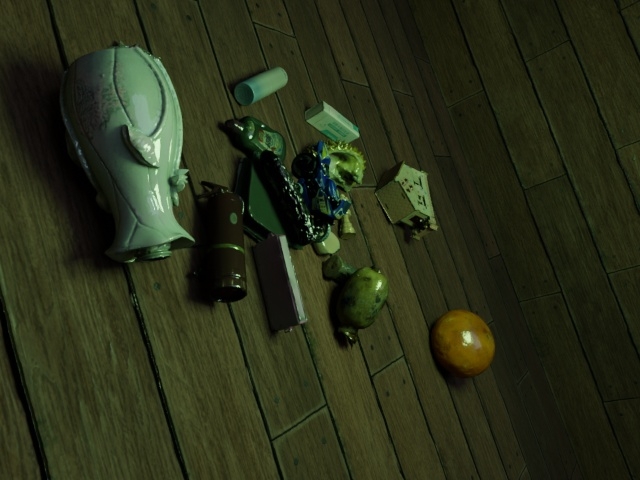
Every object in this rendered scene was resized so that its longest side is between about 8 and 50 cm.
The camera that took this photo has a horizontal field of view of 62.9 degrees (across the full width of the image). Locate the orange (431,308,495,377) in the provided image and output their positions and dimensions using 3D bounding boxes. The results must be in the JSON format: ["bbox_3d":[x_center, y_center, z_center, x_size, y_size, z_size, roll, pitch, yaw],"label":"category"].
[{"bbox_3d":[0.595,0.427,2.179,0.283,0.226,0.284,29,45,-35],"label":"orange"}]

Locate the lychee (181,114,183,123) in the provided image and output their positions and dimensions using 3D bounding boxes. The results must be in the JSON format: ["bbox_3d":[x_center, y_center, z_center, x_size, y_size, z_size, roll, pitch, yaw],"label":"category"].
[{"bbox_3d":[-0.414,-0.331,1.313,0.146,0.114,0.114,19,53,-21],"label":"lychee"}]

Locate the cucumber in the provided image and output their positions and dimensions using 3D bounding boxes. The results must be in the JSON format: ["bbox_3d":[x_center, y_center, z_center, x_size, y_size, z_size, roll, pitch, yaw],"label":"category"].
[{"bbox_3d":[-0.092,-0.129,1.539,0.081,0.072,0.304,-24,89,-59],"label":"cucumber"}]

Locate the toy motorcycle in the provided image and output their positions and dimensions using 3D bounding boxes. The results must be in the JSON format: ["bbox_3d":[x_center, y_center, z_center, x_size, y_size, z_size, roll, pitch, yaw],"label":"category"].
[{"bbox_3d":[0.003,-0.154,1.631,0.113,0.168,0.316,22,52,-64],"label":"toy motorcycle"}]

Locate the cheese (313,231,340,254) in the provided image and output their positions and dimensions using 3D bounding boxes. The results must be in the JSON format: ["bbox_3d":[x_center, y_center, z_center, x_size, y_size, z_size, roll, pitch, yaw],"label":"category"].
[{"bbox_3d":[0.002,0.007,1.752,0.171,0.047,0.092,6,64,-53],"label":"cheese"}]

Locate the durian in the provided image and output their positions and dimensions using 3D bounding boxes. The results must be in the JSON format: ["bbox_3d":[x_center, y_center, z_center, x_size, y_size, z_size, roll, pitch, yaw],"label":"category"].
[{"bbox_3d":[0.064,-0.276,1.917,0.306,0.172,0.167,31,72,-52],"label":"durian"}]

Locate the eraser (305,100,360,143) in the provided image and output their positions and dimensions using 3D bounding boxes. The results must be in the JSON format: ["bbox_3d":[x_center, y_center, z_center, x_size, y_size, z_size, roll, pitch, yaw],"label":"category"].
[{"bbox_3d":[0.049,-0.450,2.031,0.225,0.095,0.052,26,51,-45],"label":"eraser"}]

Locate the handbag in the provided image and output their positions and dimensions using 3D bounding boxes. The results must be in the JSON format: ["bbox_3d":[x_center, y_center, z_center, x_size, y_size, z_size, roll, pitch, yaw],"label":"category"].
[{"bbox_3d":[-0.149,-0.110,1.584,0.247,0.079,0.260,39,40,-38],"label":"handbag"}]

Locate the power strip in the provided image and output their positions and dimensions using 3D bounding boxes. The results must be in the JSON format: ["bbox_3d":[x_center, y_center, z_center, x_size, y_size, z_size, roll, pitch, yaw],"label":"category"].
[{"bbox_3d":[-0.117,0.120,1.468,0.037,0.109,0.279,2,70,-55],"label":"power strip"}]

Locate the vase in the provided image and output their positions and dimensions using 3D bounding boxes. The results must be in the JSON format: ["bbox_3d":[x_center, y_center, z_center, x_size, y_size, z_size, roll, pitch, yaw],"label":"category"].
[{"bbox_3d":[-0.409,-0.173,1.137,0.249,0.249,0.446,-6,81,-55],"label":"vase"}]

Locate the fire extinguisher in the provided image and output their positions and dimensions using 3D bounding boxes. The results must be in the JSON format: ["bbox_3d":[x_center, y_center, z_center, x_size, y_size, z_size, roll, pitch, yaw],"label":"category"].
[{"bbox_3d":[-0.260,-0.012,1.355,0.141,0.105,0.342,3,58,-20],"label":"fire extinguisher"}]

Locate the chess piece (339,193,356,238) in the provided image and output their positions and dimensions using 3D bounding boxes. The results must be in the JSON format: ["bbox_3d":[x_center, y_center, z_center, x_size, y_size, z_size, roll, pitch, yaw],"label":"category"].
[{"bbox_3d":[0.088,-0.093,1.925,0.060,0.060,0.172,18,55,-48],"label":"chess piece"}]

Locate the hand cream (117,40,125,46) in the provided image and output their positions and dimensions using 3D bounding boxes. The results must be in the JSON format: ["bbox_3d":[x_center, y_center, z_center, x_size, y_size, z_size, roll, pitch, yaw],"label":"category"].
[{"bbox_3d":[-0.503,-0.428,1.305,0.087,0.054,0.186,49,31,-31],"label":"hand cream"}]

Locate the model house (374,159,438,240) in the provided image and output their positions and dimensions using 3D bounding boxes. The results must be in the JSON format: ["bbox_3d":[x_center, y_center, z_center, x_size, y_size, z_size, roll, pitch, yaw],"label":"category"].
[{"bbox_3d":[0.354,-0.182,2.261,0.244,0.169,0.326,21,53,-39],"label":"model house"}]

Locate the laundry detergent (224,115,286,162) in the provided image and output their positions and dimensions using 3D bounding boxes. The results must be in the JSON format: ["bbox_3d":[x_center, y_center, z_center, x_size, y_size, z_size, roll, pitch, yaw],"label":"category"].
[{"bbox_3d":[-0.206,-0.326,1.632,0.221,0.078,0.145,28,47,-40],"label":"laundry detergent"}]

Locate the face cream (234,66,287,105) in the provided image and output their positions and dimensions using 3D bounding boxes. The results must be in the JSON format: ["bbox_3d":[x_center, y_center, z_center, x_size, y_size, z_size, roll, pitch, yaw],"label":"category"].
[{"bbox_3d":[-0.196,-0.519,1.750,0.077,0.077,0.250,58,34,-13],"label":"face cream"}]

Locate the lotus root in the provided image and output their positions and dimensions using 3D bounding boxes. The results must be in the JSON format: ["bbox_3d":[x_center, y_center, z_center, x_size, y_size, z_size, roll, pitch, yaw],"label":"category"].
[{"bbox_3d":[0.122,0.213,1.698,0.154,0.154,0.278,29,85,-43],"label":"lotus root"}]

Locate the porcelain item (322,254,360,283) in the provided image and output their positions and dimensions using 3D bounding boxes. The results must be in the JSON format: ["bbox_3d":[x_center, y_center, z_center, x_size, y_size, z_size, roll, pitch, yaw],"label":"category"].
[{"bbox_3d":[0.102,0.121,1.798,0.215,0.081,0.069,29,32,-45],"label":"porcelain item"}]
